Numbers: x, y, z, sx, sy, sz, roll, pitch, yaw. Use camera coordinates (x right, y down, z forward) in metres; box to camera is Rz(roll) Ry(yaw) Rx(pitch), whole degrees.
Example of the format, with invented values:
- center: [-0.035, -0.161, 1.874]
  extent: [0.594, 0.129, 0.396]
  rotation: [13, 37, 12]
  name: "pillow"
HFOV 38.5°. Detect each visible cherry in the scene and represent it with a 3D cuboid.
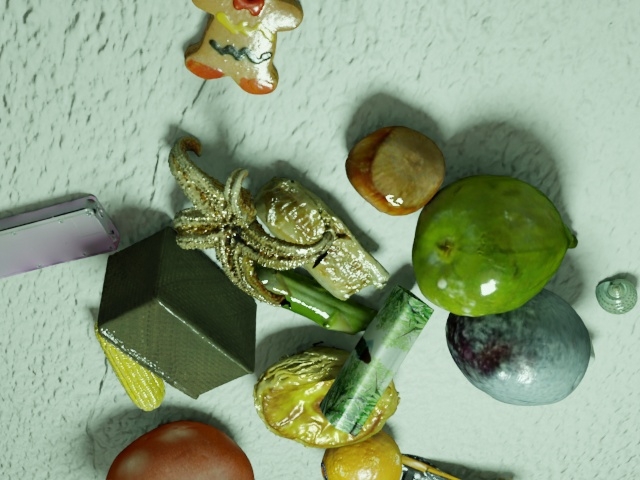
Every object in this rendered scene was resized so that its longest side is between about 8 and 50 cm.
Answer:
- center: [0.344, 0.180, 1.607]
  extent: [0.255, 0.296, 0.218]
  rotation: [33, 100, 12]
  name: "cherry"

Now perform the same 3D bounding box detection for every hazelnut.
- center: [0.115, -0.112, 1.447]
  extent: [0.150, 0.150, 0.150]
  rotation: [1, 132, 1]
  name: "hazelnut"

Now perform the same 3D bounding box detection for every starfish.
- center: [-0.126, -0.027, 1.477]
  extent: [0.303, 0.113, 0.312]
  rotation: [27, 145, 16]
  name: "starfish"

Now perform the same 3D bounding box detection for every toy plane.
- center: [0.281, 0.555, 2.057]
  extent: [0.316, 0.102, 0.204]
  rotation: [15, 165, -8]
  name: "toy plane"

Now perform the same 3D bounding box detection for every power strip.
- center: [-0.493, -0.002, 1.620]
  extent: [0.279, 0.037, 0.109]
  rotation: [-13, 132, 13]
  name: "power strip"

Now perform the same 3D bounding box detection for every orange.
- center: [0.089, 0.478, 1.951]
  extent: [0.178, 0.155, 0.177]
  rotation: [-14, 149, -9]
  name: "orange"

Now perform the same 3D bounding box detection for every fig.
- center: [0.285, -0.009, 1.497]
  extent: [0.233, 0.314, 0.233]
  rotation: [13, 117, 27]
  name: "fig"

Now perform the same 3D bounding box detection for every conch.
- center: [0.541, 0.109, 1.672]
  extent: [0.076, 0.056, 0.085]
  rotation: [-7, 132, 26]
  name: "conch"

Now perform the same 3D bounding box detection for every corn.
- center: [-0.372, 0.241, 1.809]
  extent: [0.081, 0.081, 0.248]
  rotation: [-8, 131, 9]
  name: "corn"

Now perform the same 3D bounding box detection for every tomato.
- center: [-0.283, 0.542, 1.924]
  extent: [0.322, 0.321, 0.321]
  rotation: [1, 132, 1]
  name: "tomato"

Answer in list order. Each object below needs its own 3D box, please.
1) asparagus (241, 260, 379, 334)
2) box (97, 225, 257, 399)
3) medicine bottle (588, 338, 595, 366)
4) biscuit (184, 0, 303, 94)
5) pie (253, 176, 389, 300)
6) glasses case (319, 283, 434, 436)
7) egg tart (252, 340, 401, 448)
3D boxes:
- center: [-0.016, 0.109, 1.679]
  extent: [0.343, 0.082, 0.085]
  rotation: [27, 85, -24]
  name: "asparagus"
- center: [-0.246, 0.134, 1.623]
  extent: [0.143, 0.184, 0.273]
  rotation: [-25, 133, 23]
  name: "box"
- center: [0.434, 0.235, 1.780]
  extent: [0.119, 0.069, 0.183]
  rotation: [31, 125, -25]
  name: "medicine bottle"
- center: [-0.110, -0.323, 1.314]
  extent: [0.166, 0.036, 0.250]
  rotation: [14, 131, -11]
  name: "biscuit"
- center: [0.000, 0.000, 1.578]
  extent: [0.129, 0.068, 0.282]
  rotation: [-29, 117, 29]
  name: "pie"
- center: [0.096, 0.213, 1.658]
  extent: [0.062, 0.095, 0.272]
  rotation: [29, 94, -27]
  name: "glasses case"
- center: [0.010, 0.299, 1.825]
  extent: [0.295, 0.116, 0.294]
  rotation: [-2, 129, -2]
  name: "egg tart"
